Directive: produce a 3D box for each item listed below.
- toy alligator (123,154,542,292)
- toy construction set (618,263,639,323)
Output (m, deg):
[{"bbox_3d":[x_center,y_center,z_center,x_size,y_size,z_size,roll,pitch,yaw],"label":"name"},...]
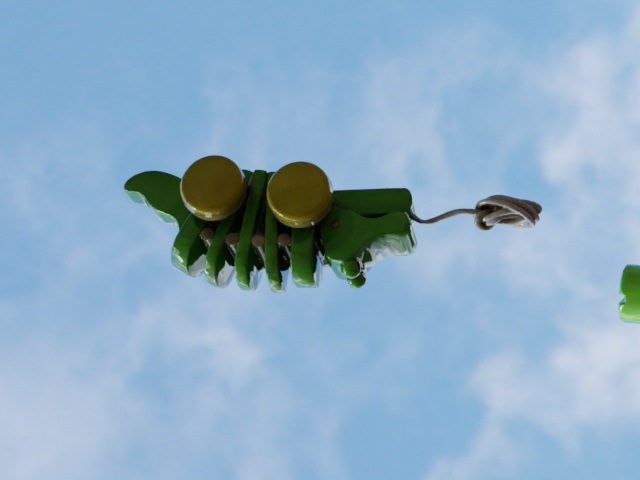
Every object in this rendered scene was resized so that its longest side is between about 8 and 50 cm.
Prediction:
[{"bbox_3d":[0.000,0.000,0.832,0.190,0.056,0.051,5,-113,14],"label":"toy alligator"},{"bbox_3d":[0.249,0.048,1.008,0.328,0.151,0.215,45,-130,-47],"label":"toy construction set"}]
